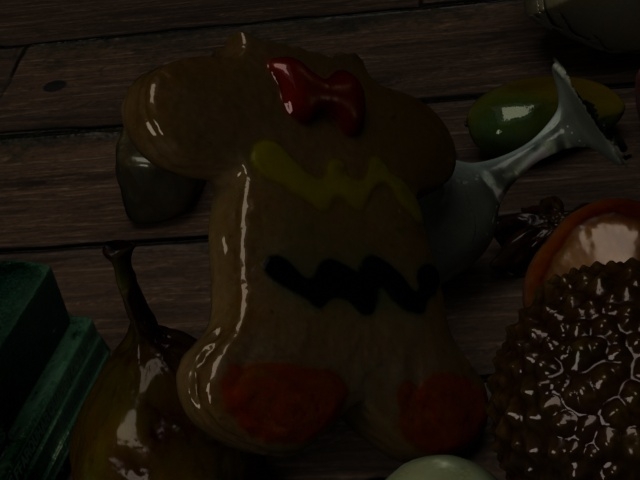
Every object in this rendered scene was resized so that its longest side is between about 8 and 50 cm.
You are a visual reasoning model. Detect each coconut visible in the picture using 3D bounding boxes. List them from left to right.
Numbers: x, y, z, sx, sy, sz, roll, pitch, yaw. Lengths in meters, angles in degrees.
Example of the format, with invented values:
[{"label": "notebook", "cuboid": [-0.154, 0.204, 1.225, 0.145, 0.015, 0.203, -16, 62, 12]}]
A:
[{"label": "coconut", "cuboid": [0.400, -0.395, 1.852, 0.323, 0.323, 0.323, -8, 35, 5]}]

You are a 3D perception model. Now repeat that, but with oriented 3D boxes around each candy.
[{"label": "candy", "cuboid": [-0.198, -0.121, 1.776, 0.102, 0.104, 0.234, -3, 36, 4]}]

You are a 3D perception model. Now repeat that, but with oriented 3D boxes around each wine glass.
[{"label": "wine glass", "cuboid": [0.164, -0.052, 1.474, 0.321, 0.143, 0.143, -36, 35, 6]}]

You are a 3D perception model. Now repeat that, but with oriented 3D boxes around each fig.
[{"label": "fig", "cuboid": [-0.130, 0.143, 1.240, 0.191, 0.290, 0.190, 12, 34, -8]}]

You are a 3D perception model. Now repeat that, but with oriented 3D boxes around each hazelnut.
[{"label": "hazelnut", "cuboid": [0.292, 0.050, 1.350, 0.182, 0.182, 0.182, -8, 35, 5]}]

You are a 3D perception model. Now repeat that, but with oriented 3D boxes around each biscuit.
[{"label": "biscuit", "cuboid": [0.000, 0.000, 1.255, 0.368, 0.394, 0.076, 10, -23, -37]}]

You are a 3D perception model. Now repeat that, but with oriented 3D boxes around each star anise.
[{"label": "star anise", "cuboid": [0.262, -0.004, 1.516, 0.168, 0.057, 0.168, -10, 34, 6]}]

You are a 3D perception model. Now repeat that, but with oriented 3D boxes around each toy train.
[{"label": "toy train", "cuboid": [-0.321, 0.154, 1.352, 0.139, 0.178, 0.330, 0, 37, 17]}]

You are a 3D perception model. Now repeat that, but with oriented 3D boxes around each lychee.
[{"label": "lychee", "cuboid": [0.255, 0.148, 1.112, 0.268, 0.267, 0.267, -8, 35, 5]}]

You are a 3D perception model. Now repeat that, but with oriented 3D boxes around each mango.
[{"label": "mango", "cuboid": [0.272, -0.154, 1.711, 0.191, 0.085, 0.122, -12, 23, -18]}]

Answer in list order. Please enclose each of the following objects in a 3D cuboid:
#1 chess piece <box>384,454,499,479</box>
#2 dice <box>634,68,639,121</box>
[{"label": "chess piece", "cuboid": [0.037, 0.287, 1.080, 0.182, 0.182, 0.330, 17, 39, 35]}, {"label": "dice", "cuboid": [0.435, -0.168, 1.669, 0.091, 0.093, 0.094, -13, 36, -2]}]
